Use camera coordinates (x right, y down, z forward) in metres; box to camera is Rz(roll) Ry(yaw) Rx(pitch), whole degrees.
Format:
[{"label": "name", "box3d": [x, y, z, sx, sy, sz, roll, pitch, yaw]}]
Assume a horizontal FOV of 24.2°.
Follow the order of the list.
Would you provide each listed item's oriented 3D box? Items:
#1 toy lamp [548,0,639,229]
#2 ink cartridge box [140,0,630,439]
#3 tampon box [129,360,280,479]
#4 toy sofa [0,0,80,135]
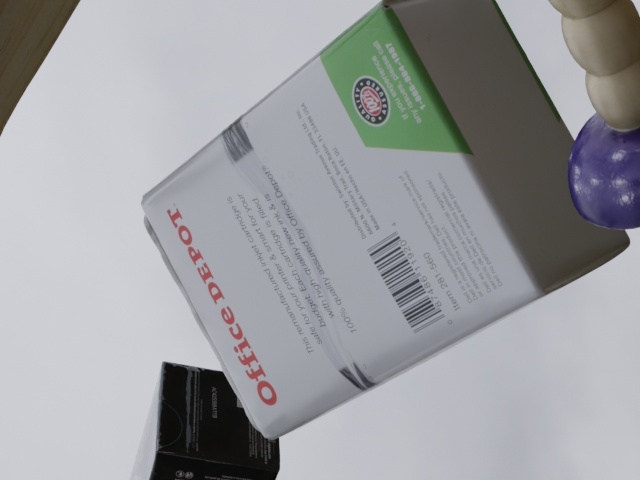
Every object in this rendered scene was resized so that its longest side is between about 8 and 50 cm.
[{"label": "toy lamp", "box3d": [0.076, -0.132, 0.519, 0.274, 0.080, 0.080, 61, -139, -31]}, {"label": "ink cartridge box", "box3d": [0.025, -0.010, 0.791, 0.092, 0.219, 0.160, -22, -98, -47]}, {"label": "tampon box", "box3d": [-0.103, 0.205, 1.253, 0.120, 0.101, 0.161, -95, 20, -55]}, {"label": "toy sofa", "box3d": [-0.247, -0.200, 0.951, 0.177, 0.150, 0.362, 32, -93, -47]}]
